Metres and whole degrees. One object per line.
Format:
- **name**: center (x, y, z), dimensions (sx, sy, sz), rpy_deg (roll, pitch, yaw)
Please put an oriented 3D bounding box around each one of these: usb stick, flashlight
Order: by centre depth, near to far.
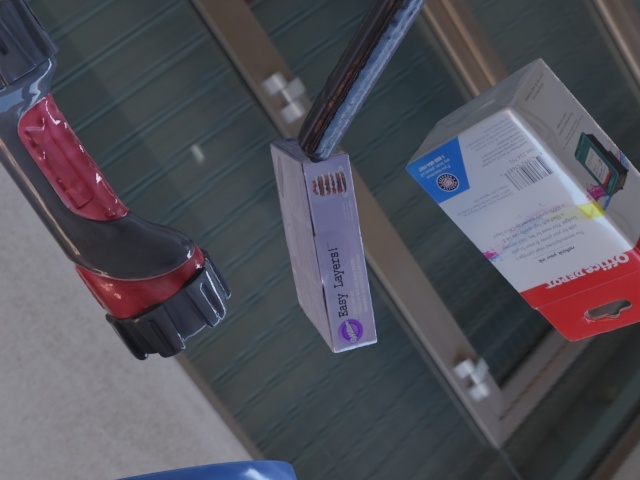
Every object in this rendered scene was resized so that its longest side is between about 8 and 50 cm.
- **flashlight**: center (-0.184, -0.049, 0.768), dimensions (0.103, 0.304, 0.103), rpy_deg (-7, -150, 43)
- **usb stick**: center (0.051, -0.195, 0.993), dimensions (0.278, 0.045, 0.077), rpy_deg (-57, -171, 37)

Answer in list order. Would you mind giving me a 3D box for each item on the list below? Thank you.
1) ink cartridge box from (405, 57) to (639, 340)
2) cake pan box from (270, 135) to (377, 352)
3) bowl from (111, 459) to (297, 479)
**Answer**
- **ink cartridge box**: center (0.205, -0.027, 0.850), dimensions (0.134, 0.231, 0.078), rpy_deg (-29, -160, 49)
- **cake pan box**: center (0.000, 0.000, 1.320), dimensions (0.070, 0.267, 0.246), rpy_deg (-11, -168, -8)
- **bowl**: center (-0.204, 0.278, 0.844), dimensions (0.391, 0.077, 0.391), rpy_deg (-12, 161, -4)
